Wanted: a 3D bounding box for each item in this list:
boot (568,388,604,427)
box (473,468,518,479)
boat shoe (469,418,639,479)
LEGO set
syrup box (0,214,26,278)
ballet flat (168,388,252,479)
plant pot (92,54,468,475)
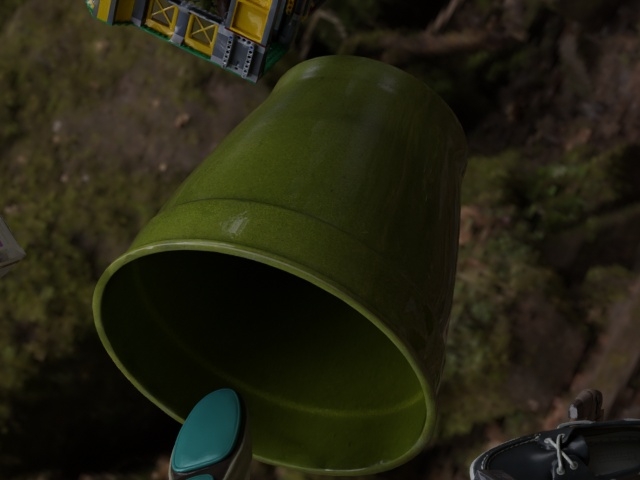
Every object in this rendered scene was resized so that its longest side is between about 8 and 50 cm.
[{"bbox_3d":[0.405,0.286,2.311,0.042,0.087,0.118,19,108,36],"label":"boot"},{"bbox_3d":[0.249,0.400,1.757,0.231,0.056,0.183,29,103,42],"label":"box"},{"bbox_3d":[0.360,0.303,2.116,0.091,0.302,0.114,111,146,-54],"label":"boat shoe"},{"bbox_3d":[-0.080,-0.332,1.565,0.331,0.255,0.192,-40,-24,-47],"label":"LEGO set"},{"bbox_3d":[-0.490,0.050,1.916,0.237,0.093,0.096,-39,-9,34],"label":"syrup box"},{"bbox_3d":[-0.111,0.252,1.509,0.086,0.086,0.248,-56,10,32],"label":"ballet flat"},{"bbox_3d":[0.000,0.000,1.601,0.366,0.366,0.353,-46,15,53],"label":"plant pot"}]
